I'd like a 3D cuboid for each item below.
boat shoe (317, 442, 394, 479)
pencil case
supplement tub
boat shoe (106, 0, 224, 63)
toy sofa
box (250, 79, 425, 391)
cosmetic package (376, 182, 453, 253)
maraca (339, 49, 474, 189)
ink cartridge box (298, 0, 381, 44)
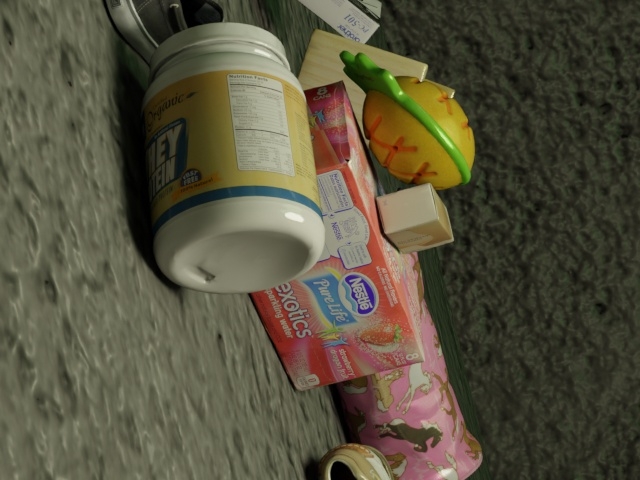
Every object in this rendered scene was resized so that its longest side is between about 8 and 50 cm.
[{"bbox_3d":[0.063,0.365,1.629,0.302,0.113,0.103,68,9,13],"label":"boat shoe"},{"bbox_3d":[0.083,0.131,1.896,0.160,0.167,0.386,15,-56,64],"label":"pencil case"},{"bbox_3d":[-0.078,-0.069,1.306,0.144,0.144,0.199,58,21,-61],"label":"supplement tub"},{"bbox_3d":[-0.126,-0.200,1.409,0.228,0.076,0.080,46,32,-70],"label":"boat shoe"},{"bbox_3d":[0.062,-0.148,1.953,0.362,0.150,0.177,-2,111,-80],"label":"toy sofa"},{"bbox_3d":[0.000,0.000,1.614,0.142,0.154,0.300,-92,164,-47],"label":"box"},{"bbox_3d":[0.099,-0.021,1.587,0.115,0.060,0.041,37,39,-72],"label":"cosmetic package"},{"bbox_3d":[0.087,-0.124,1.563,0.185,0.099,0.127,47,-12,-22],"label":"maraca"},{"bbox_3d":[-0.014,-0.341,1.988,0.207,0.046,0.097,37,23,-13],"label":"ink cartridge box"}]
